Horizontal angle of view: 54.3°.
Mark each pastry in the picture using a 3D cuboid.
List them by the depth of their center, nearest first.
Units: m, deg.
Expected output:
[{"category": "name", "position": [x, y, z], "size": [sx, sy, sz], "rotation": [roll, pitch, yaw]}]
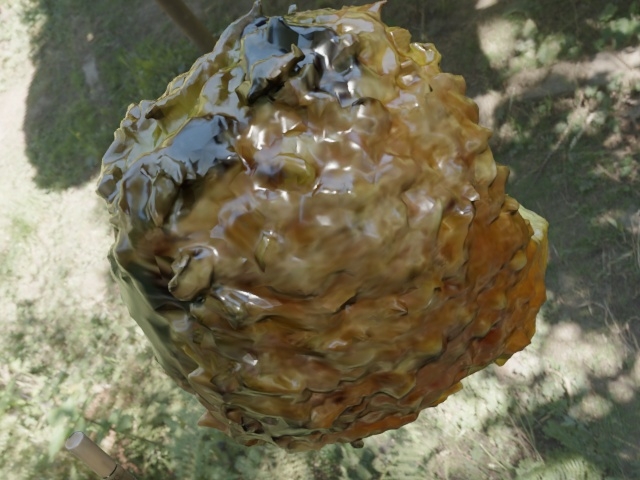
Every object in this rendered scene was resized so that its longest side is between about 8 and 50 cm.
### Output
[{"category": "pastry", "position": [-0.005, 0.014, 0.533], "size": [0.337, 0.405, 0.292], "rotation": [-43, 49, 8]}]

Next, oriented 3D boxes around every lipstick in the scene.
[{"category": "lipstick", "position": [-0.187, 0.201, 0.551], "size": [0.019, 0.094, 0.019], "rotation": [-21, 34, 15]}]
